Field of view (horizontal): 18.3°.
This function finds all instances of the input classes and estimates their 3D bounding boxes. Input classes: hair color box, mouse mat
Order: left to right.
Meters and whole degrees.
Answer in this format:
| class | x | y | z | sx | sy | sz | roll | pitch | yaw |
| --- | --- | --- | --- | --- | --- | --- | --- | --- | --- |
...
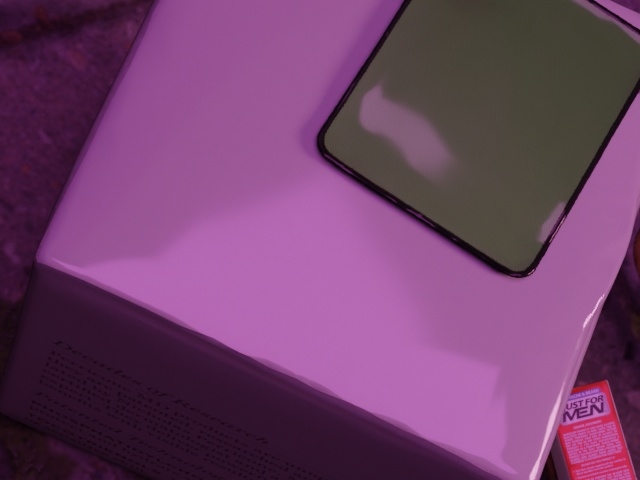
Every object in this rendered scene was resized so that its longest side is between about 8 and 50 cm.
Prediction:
| class | x | y | z | sx | sy | sz | roll | pitch | yaw |
| --- | --- | --- | --- | --- | --- | --- | --- | --- | --- |
| mouse mat | 0.103 | -0.087 | 1.195 | 0.153 | 0.007 | 0.189 | 33 | 70 | -1 |
| hair color box | 0.210 | 0.198 | 1.501 | 0.053 | 0.093 | 0.167 | -13 | 75 | -4 |

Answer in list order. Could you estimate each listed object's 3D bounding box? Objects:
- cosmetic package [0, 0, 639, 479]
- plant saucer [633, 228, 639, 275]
| class | x | y | z | sx | sy | sz | roll | pitch | yaw |
| --- | --- | --- | --- | --- | --- | --- | --- | --- | --- |
| cosmetic package | 0.000 | 0.000 | 1.359 | 0.327 | 0.393 | 0.329 | 25 | 69 | -4 |
| plant saucer | 0.298 | 0.011 | 1.623 | 0.083 | 0.015 | 0.083 | 3 | 73 | -11 |
